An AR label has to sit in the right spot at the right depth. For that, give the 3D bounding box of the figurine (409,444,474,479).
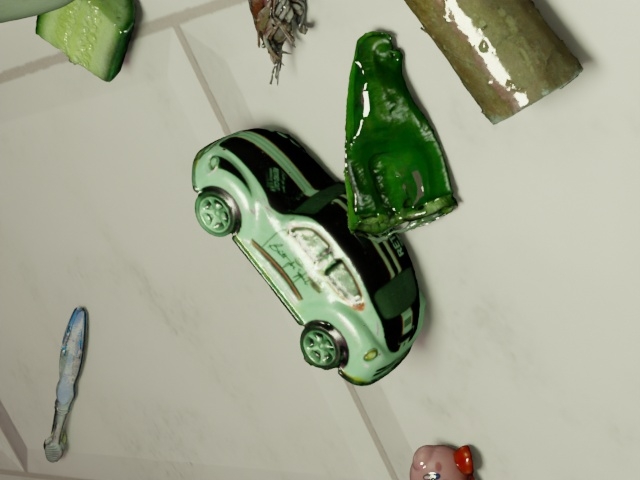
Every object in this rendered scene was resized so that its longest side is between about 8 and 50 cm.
[{"bbox_3d":[0.135,0.263,1.644,0.067,0.071,0.083,-100,-2,-71],"label":"figurine"}]

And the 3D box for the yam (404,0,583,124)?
[{"bbox_3d":[0.110,-0.221,1.245,0.259,0.093,0.093,54,145,0],"label":"yam"}]

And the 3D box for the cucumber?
[{"bbox_3d":[-0.257,-0.249,1.670,0.116,0.062,0.115,39,145,9],"label":"cucumber"}]

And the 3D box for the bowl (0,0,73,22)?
[{"bbox_3d":[-0.266,-0.356,1.478,0.289,0.146,0.289,-179,90,-80],"label":"bowl"}]

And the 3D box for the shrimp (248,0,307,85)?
[{"bbox_3d":[-0.040,-0.224,1.445,0.065,0.056,0.165,19,135,31],"label":"shrimp"}]

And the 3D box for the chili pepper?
[{"bbox_3d":[0.068,-0.095,1.421,0.062,0.108,0.216,-122,23,-65],"label":"chili pepper"}]

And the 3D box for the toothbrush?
[{"bbox_3d":[-0.386,0.224,2.242,0.035,0.042,0.413,13,140,-7],"label":"toothbrush"}]

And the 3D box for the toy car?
[{"bbox_3d":[0.000,0.000,1.526,0.306,0.136,0.125,53,131,3],"label":"toy car"}]
